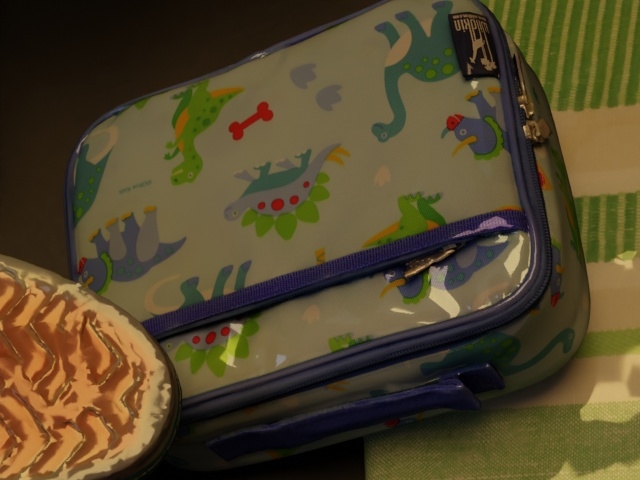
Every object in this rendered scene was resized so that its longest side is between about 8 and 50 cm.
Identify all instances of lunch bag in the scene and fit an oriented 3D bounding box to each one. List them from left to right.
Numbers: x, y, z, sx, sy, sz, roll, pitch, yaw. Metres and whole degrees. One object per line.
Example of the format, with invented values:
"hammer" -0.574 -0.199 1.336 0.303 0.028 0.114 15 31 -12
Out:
"lunch bag" 0.000 0.000 0.751 0.219 0.090 0.176 -17 59 18

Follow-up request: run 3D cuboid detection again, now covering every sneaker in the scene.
"sneaker" -0.190 0.073 0.735 0.302 0.121 0.108 1 66 17

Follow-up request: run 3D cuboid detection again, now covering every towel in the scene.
"towel" 0.143 -0.021 0.801 0.248 0.038 0.324 -4 59 8
